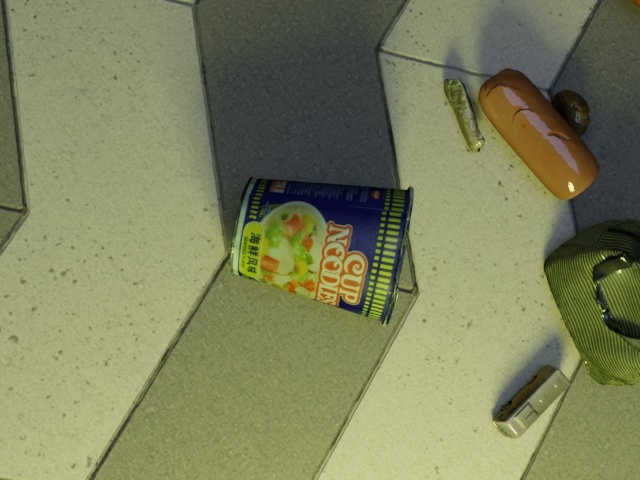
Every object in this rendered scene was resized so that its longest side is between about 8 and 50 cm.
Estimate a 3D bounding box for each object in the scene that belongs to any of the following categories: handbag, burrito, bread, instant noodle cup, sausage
[{"bbox_3d":[0.641,0.120,1.531,0.247,0.240,0.341,-20,84,-15],"label":"handbag"},{"bbox_3d":[0.309,-0.271,1.630,0.042,0.051,0.171,-16,85,-17],"label":"burrito"},{"bbox_3d":[0.549,-0.273,1.653,0.060,0.082,0.113,-5,86,-12],"label":"bread"},{"bbox_3d":[0.000,0.000,1.451,0.312,0.284,0.284,11,80,2],"label":"instant noodle cup"},{"bbox_3d":[0.457,-0.229,1.611,0.121,0.121,0.304,-40,90,-12],"label":"sausage"}]

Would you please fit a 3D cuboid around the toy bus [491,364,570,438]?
[{"bbox_3d":[0.430,0.329,1.552,0.172,0.072,0.057,-42,94,-11],"label":"toy bus"}]

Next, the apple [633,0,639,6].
[{"bbox_3d":[0.764,-0.593,1.706,0.163,0.139,0.164,-1,95,-8],"label":"apple"}]
